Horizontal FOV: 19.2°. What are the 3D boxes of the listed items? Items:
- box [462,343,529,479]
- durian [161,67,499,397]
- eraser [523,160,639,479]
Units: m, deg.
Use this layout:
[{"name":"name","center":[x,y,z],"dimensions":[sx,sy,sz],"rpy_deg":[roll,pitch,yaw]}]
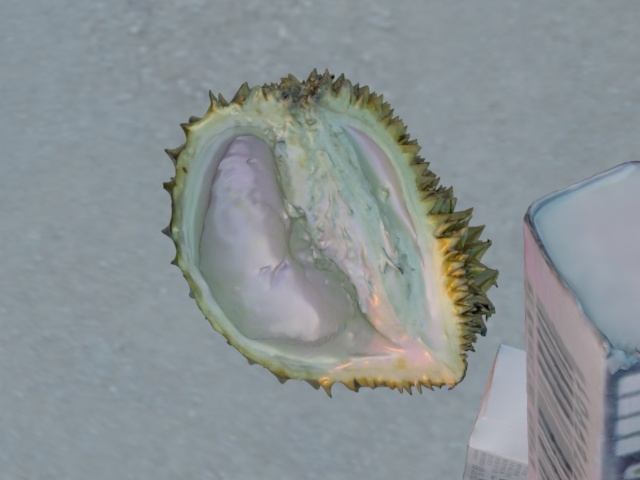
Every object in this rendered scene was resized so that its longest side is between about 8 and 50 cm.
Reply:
[{"name":"box","center":[0.176,0.146,1.355],"dimensions":[0.135,0.199,0.081],"rpy_deg":[16,78,6]},{"name":"durian","center":[0.008,-0.007,1.284],"dimensions":[0.250,0.183,0.138],"rpy_deg":[52,34,-3]},{"name":"eraser","center":[0.155,0.077,0.783],"dimensions":[0.130,0.086,0.287],"rpy_deg":[-18,143,-8]}]
